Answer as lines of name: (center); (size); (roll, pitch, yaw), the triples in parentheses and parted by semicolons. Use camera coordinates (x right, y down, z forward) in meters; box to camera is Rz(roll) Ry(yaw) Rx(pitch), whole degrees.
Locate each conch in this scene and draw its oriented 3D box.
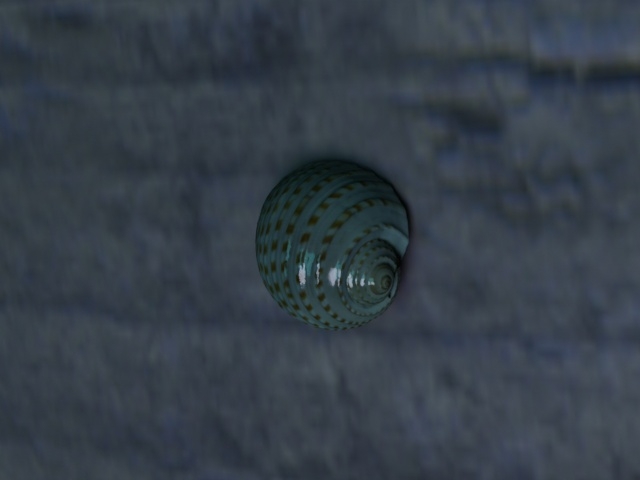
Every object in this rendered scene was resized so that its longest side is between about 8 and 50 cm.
conch: (-0.001, 0.000, 0.709); (0.085, 0.057, 0.076); (20, 95, 24)
